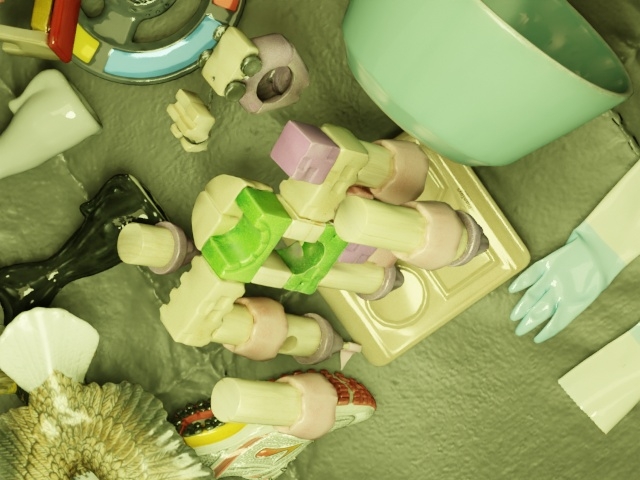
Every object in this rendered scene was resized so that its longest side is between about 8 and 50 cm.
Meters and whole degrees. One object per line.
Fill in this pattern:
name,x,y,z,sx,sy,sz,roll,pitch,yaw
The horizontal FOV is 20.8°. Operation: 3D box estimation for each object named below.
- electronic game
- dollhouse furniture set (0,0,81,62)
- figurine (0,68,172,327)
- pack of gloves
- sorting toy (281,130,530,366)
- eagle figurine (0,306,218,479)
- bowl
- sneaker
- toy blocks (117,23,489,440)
electronic game,-0.190,-0.277,1.833,0.229,0.048,0.229,0,91,-1
dollhouse furniture set,-0.238,-0.378,1.716,0.152,0.201,0.374,6,81,9
figurine,-0.297,-0.037,1.817,0.209,0.092,0.215,-35,91,0
pack of gloves,0.327,0.061,1.844,0.232,0.046,0.195,-43,100,-1
sorting toy,0.088,0.002,1.856,0.208,0.038,0.193,-35,92,5
eagle figurine,-0.242,0.231,1.762,0.226,0.225,0.298,-43,54,24
bowl,0.143,-0.191,1.740,0.311,0.311,0.163,40,110,-2
sneaker,-0.050,0.202,1.844,0.225,0.088,0.093,-15,112,0
toy blocks,0.000,0.000,1.727,0.288,0.260,0.309,-56,50,22
